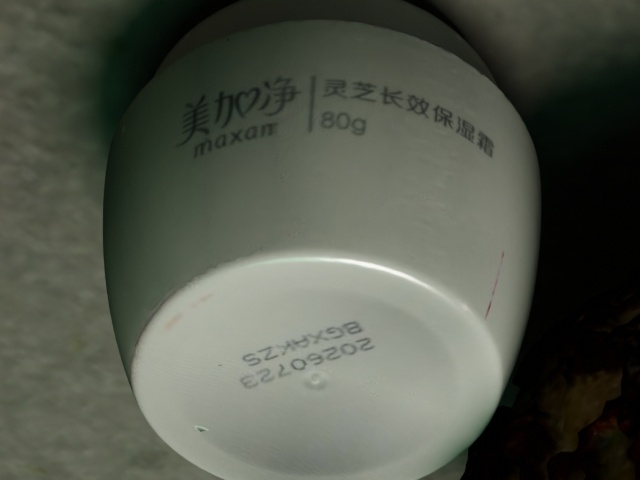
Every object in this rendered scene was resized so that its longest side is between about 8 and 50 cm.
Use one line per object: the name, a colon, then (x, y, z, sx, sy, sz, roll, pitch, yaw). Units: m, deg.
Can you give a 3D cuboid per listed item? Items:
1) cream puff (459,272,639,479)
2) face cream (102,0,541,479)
cream puff: (0.139, 0.077, 0.436, 0.239, 0.165, 0.239, -16, 174, -2)
face cream: (0.000, 0.000, 0.434, 0.117, 0.104, 0.117, 2, 135, 2)
